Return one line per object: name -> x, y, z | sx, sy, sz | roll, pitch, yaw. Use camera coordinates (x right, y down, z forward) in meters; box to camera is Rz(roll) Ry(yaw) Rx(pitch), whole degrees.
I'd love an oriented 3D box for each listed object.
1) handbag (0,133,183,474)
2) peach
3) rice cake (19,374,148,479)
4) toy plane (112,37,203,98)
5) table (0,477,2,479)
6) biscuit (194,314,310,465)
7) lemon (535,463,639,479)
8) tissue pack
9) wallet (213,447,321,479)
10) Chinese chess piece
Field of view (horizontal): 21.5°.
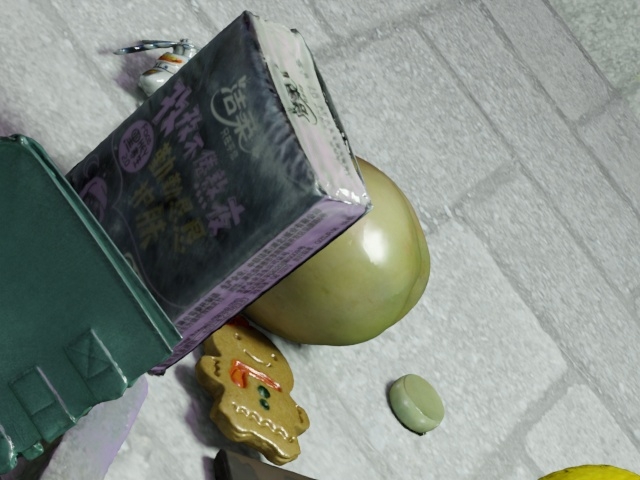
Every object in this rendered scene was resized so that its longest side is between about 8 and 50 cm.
handbag -> -0.311, 0.068, 1.597 | 0.274, 0.269, 0.100 | 53, 4, -3
peach -> 0.000, 0.000, 2.113 | 0.292, 0.247, 0.292 | 35, 30, -24
rice cake -> -0.257, 0.236, 1.678 | 0.070, 0.064, 0.399 | 51, 28, -17
toy plane -> -0.164, -0.217, 2.315 | 0.182, 0.107, 0.273 | 12, 4, 13
table -> -0.441, 0.198, 1.243 | 0.335, 0.272, 0.222 | 8, 51, -52
biscuit -> -0.080, 0.168, 2.005 | 0.166, 0.036, 0.225 | 32, 26, -23
lemon -> 0.334, 0.437, 2.045 | 0.336, 0.336, 0.336 | 35, 33, -28
tissue pack -> -0.130, -0.048, 1.867 | 0.122, 0.361, 0.259 | 11, 48, -50
wallet -> 0.006, 0.345, 1.954 | 0.309, 0.042, 0.165 | 25, 37, -41
Chinese chess piece -> 0.130, 0.220, 2.277 | 0.084, 0.034, 0.084 | 35, 31, -25
